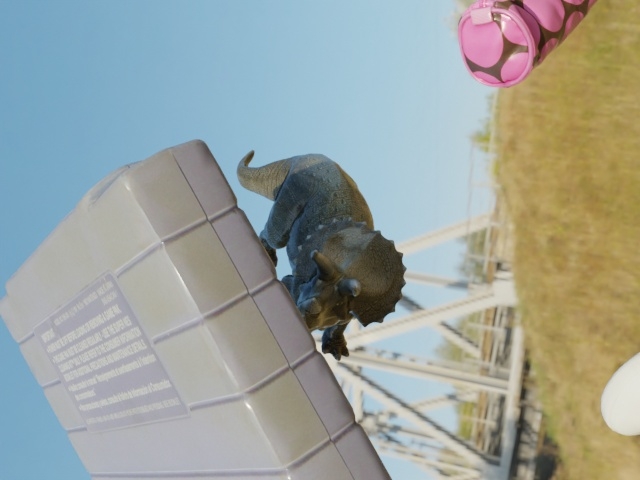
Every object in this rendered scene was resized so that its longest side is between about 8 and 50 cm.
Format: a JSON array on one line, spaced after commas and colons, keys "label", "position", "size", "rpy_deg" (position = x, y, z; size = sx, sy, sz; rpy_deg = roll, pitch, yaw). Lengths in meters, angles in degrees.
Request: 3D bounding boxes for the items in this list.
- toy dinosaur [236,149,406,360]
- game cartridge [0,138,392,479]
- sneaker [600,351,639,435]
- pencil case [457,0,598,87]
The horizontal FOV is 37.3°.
[{"label": "toy dinosaur", "position": [0.000, 0.000, 0.826], "size": [0.160, 0.121, 0.313], "rpy_deg": [-59, 24, 31]}, {"label": "game cartridge", "position": [-0.094, 0.089, 0.564], "size": [0.068, 0.355, 0.230], "rpy_deg": [-25, -90, -30]}, {"label": "sneaker", "position": [0.309, 0.118, 0.740], "size": [0.212, 0.080, 0.094], "rpy_deg": [-49, 43, 41]}, {"label": "pencil case", "position": [0.218, -0.247, 0.954], "size": [0.209, 0.095, 0.098], "rpy_deg": [-50, -44, -31]}]
